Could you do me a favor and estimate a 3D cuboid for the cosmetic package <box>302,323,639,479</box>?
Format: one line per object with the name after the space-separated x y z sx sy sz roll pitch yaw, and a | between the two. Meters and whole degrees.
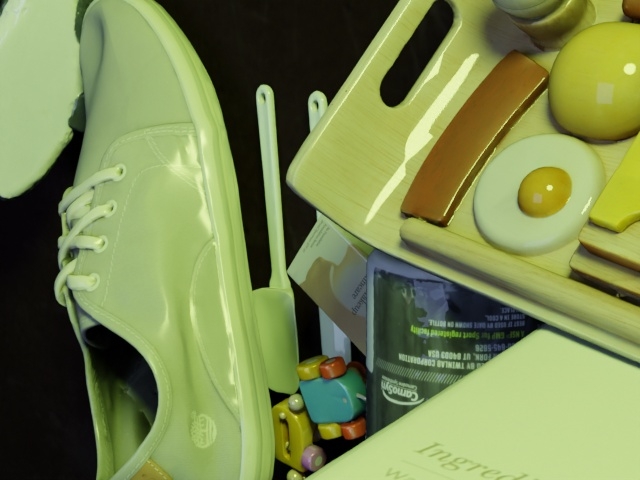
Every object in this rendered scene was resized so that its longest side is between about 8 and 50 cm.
0.133 0.272 0.567 0.327 0.393 0.330 16 118 37 | cosmetic package

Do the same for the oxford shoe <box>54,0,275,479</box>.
-0.144 0.001 1.074 0.169 0.130 0.449 -41 56 55 | oxford shoe

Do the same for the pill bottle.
0.092 0.125 0.859 0.130 0.130 0.246 14 108 48 | pill bottle

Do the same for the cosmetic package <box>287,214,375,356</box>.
0.036 0.036 0.959 0.115 0.041 0.060 45 122 24 | cosmetic package

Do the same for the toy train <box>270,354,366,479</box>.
0.018 0.153 1.011 0.125 0.046 0.166 44 136 22 | toy train

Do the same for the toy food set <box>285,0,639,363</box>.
0.144 -0.072 0.693 0.306 0.092 0.220 24 76 45 | toy food set

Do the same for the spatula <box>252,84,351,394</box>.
0.000 0.000 1.027 0.168 0.019 0.242 2 100 50 | spatula

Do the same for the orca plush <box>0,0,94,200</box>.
-0.261 -0.185 1.234 0.102 0.151 0.287 -122 30 -71 | orca plush
